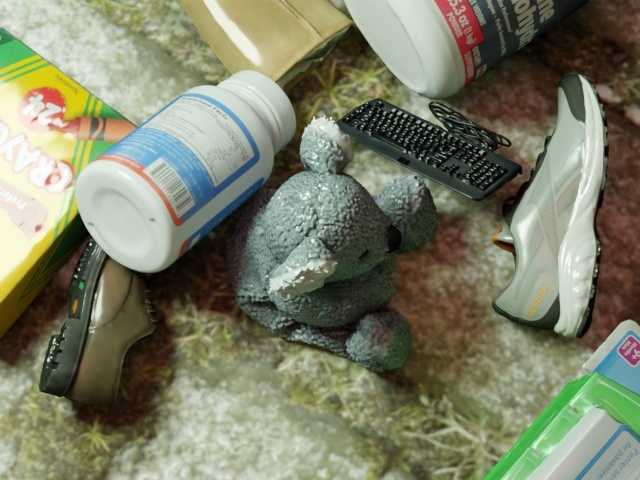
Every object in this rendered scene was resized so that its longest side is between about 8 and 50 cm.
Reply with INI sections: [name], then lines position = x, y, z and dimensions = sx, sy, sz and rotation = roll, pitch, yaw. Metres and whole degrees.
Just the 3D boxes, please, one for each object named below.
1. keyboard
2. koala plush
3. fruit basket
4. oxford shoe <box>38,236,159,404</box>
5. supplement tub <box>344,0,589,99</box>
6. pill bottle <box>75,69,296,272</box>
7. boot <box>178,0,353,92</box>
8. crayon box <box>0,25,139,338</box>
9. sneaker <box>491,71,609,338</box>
[keyboard]
position = 0.113, -0.107, 1.541
dimensions = 0.192, 0.038, 0.100
rotation = 29, 46, 31
[koala plush]
position = 0.000, 0.000, 1.457
dimensions = 0.203, 0.221, 0.196
rotation = 11, 74, 6
[fruit basket]
position = 0.307, 0.299, 1.385
dimensions = 0.353, 0.165, 0.327
rotation = 42, 79, 10
[oxford shoe]
position = -0.203, 0.058, 1.535
dimensions = 0.096, 0.083, 0.227
rotation = 20, 71, -16
[supplement tub]
position = 0.170, -0.286, 1.550
dimensions = 0.272, 0.191, 0.191
rotation = -35, 75, -9
[pill bottle]
position = -0.124, -0.075, 1.507
dimensions = 0.124, 0.124, 0.221
rotation = 38, 50, 13
[boot]
position = -0.064, -0.310, 1.631
dimensions = 0.236, 0.089, 0.269
rotation = -42, 78, -6
[crayon box]
position = -0.345, -0.034, 1.557
dimensions = 0.202, 0.081, 0.318
rotation = 36, 78, 12
[sneaker]
position = 0.229, -0.042, 1.525
dimensions = 0.108, 0.100, 0.271
rotation = 6, 74, 10
